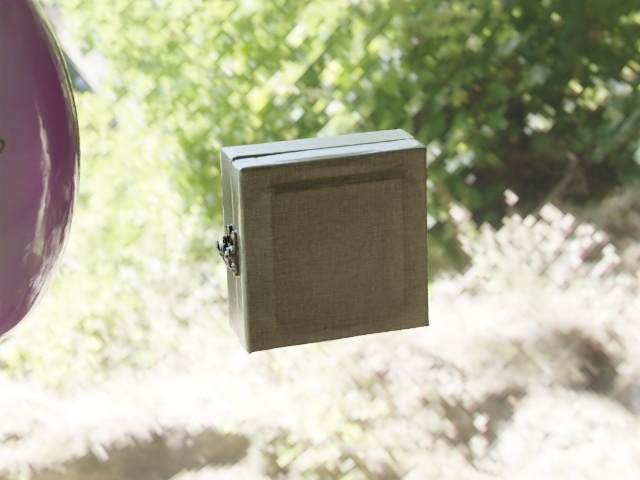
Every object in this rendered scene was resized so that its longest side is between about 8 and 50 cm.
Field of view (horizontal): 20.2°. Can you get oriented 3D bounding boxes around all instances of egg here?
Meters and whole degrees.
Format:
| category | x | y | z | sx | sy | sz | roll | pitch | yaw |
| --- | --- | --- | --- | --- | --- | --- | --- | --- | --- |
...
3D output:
| category | x | y | z | sx | sy | sz | roll | pitch | yaw |
| --- | --- | --- | --- | --- | --- | --- | --- | --- | --- |
| egg | -0.233 | -0.048 | 1.036 | 0.196 | 0.196 | 0.271 | -16 | -33 | -27 |

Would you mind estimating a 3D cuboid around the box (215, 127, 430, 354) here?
| category | x | y | z | sx | sy | sz | roll | pitch | yaw |
| --- | --- | --- | --- | --- | --- | --- | --- | --- | --- |
| box | 0.000 | 0.000 | 0.724 | 0.083 | 0.035 | 0.079 | -6 | -71 | -15 |
